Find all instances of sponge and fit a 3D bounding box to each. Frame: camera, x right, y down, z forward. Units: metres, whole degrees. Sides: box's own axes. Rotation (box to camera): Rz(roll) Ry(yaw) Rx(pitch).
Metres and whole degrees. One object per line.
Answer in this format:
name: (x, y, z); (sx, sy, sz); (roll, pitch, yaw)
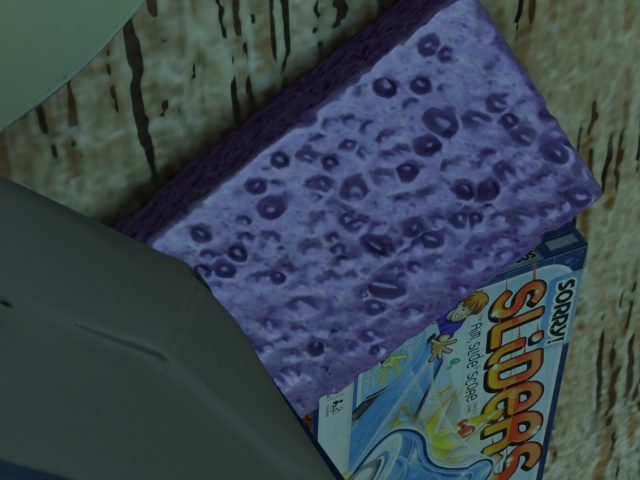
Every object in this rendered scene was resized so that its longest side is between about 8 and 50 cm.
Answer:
sponge: (0.000, 0.000, 0.685); (0.210, 0.031, 0.117); (-37, 123, 5)

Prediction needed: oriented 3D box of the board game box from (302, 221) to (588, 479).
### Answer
board game box: (0.051, 0.080, 0.831); (0.136, 0.035, 0.201); (-19, 140, -18)

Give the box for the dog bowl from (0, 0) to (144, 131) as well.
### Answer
dog bowl: (-0.154, -0.128, 0.405); (0.265, 0.104, 0.265); (-20, 141, -17)

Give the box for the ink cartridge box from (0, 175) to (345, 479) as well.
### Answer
ink cartridge box: (-0.207, 0.151, 0.454); (0.395, 0.151, 0.270); (-45, 143, 13)
